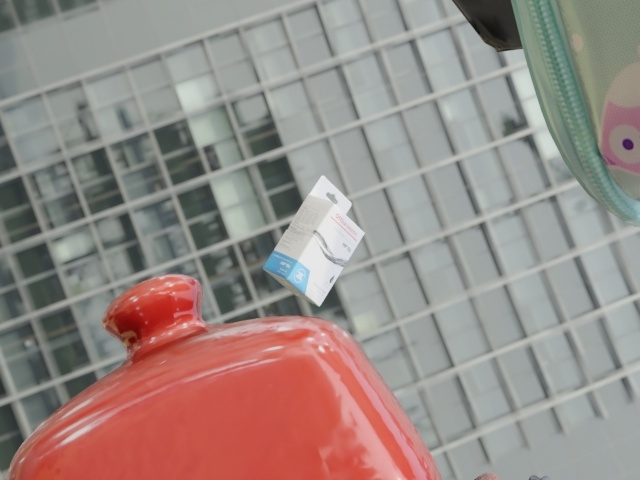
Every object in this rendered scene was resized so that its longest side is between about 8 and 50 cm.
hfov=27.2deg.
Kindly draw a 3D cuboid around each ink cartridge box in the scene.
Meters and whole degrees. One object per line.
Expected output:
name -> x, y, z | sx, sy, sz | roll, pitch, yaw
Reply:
ink cartridge box -> 0.000, 0.000, 0.978 | 0.028, 0.083, 0.048 | 23, -13, 41

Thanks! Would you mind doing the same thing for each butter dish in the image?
butter dish -> -0.035, 0.067, 0.423 | 0.160, 0.160, 0.118 | 59, 8, -78

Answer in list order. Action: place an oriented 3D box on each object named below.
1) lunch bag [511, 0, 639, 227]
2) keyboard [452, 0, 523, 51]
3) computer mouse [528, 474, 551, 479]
lunch bag -> 0.170, -0.138, 0.439 | 0.108, 0.279, 0.224 | -12, -81, 50
keyboard -> 0.120, -0.151, 0.704 | 0.108, 0.023, 0.180 | 47, -21, -23
computer mouse -> 0.111, 0.292, 0.865 | 0.272, 0.072, 0.188 | 105, 8, -53
